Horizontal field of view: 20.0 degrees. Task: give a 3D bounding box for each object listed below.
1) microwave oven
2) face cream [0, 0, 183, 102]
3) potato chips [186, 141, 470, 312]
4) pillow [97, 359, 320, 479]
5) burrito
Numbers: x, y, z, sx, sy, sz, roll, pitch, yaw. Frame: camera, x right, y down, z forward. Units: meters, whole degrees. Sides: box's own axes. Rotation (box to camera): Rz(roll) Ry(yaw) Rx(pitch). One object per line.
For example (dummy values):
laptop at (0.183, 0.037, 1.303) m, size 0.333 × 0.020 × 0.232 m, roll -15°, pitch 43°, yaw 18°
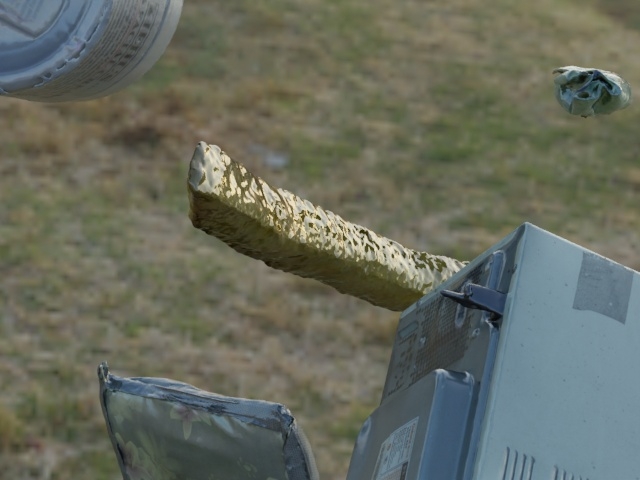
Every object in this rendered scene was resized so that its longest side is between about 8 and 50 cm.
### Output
microwave oven at (0.101, 0.143, 0.829) m, size 0.194 × 0.145 × 0.240 m, roll 21°, pitch 61°, yaw -13°
face cream at (-0.200, -0.185, 1.268) m, size 0.177 × 0.177 × 0.153 m, roll 10°, pitch 6°, yaw 13°
potato chips at (0.000, 0.000, 1.425) m, size 0.080 × 0.057 × 0.407 m, roll -14°, pitch -22°, yaw 32°
pillow at (-0.085, 0.183, 1.493) m, size 0.059 × 0.169 × 0.255 m, roll -26°, pitch 23°, yaw -39°
burrito at (0.232, -0.129, 1.573) m, size 0.074 × 0.044 × 0.118 m, roll 12°, pitch 11°, yaw 10°
